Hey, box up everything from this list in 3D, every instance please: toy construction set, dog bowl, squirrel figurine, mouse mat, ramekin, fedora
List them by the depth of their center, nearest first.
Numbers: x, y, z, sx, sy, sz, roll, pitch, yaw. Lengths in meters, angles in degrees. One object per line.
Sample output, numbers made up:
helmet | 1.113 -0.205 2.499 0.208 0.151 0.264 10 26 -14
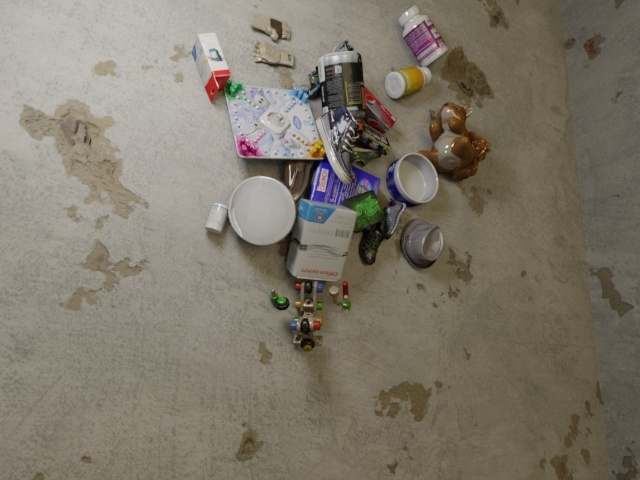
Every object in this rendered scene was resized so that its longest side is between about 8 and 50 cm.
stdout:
ramekin | -0.220 -0.119 1.651 0.272 0.127 0.273 1 96 9
toy construction set | -0.016 0.311 1.703 0.308 0.258 0.237 -18 133 -14
mouse mat | 0.194 -0.134 1.862 0.189 0.007 0.153 -22 93 -29
fedora | 0.538 0.007 2.080 0.243 0.124 0.276 40 65 -15
dog bowl | 0.471 -0.308 2.120 0.264 0.104 0.265 5 78 -26
squirrel figurine | 0.742 -0.546 2.258 0.396 0.280 0.371 31 56 -34

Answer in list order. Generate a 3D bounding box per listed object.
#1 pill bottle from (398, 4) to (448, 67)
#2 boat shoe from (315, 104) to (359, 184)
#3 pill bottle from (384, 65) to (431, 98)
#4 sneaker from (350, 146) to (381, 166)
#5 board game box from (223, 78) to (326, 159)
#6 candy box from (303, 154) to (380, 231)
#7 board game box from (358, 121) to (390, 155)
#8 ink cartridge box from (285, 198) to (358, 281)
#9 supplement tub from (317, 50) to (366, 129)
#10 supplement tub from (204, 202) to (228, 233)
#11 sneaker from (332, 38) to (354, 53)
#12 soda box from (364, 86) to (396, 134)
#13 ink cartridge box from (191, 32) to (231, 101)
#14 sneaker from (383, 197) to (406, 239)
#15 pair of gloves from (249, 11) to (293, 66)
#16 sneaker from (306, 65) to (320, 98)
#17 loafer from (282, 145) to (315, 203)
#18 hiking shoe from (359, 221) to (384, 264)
pill bottle | 0.563 -1.133 2.297 0.169 0.169 0.302 -40 99 -28
boat shoe | 0.104 -0.420 1.774 0.127 0.158 0.341 6 61 -64
pill bottle | 0.476 -0.854 2.213 0.245 0.136 0.137 -26 92 -29
sneaker | 0.219 -0.406 2.039 0.192 0.064 0.086 1 95 -32
board game box | -0.192 -0.523 1.781 0.389 0.050 0.390 -4 65 -26
candy box | 0.095 -0.215 1.896 0.317 0.122 0.269 23 71 -23
board game box | 0.259 -0.507 2.044 0.170 0.048 0.141 26 33 -20
ink cartridge box | 0.000 0.000 1.734 0.223 0.129 0.308 8 103 -26
supplement tub | 0.103 -0.677 1.917 0.207 0.207 0.339 -13 103 -29
supplement tub | -0.409 -0.087 1.636 0.070 0.071 0.107 22 72 -22
sneaker | 0.111 -0.885 2.032 0.086 0.132 0.229 6 77 -26
soda box | 0.253 -0.656 2.083 0.263 0.092 0.084 42 63 -15
ink cartridge box | -0.445 -0.710 1.707 0.077 0.134 0.231 -21 91 -30
sneaker | 0.341 -0.107 2.042 0.098 0.083 0.224 28 62 2
pair of gloves | -0.228 -0.927 1.917 0.204 0.042 0.241 -5 84 -32
sneaker | -0.028 -0.759 1.983 0.078 0.067 0.188 22 71 0
loafer | -0.117 -0.292 1.809 0.130 0.134 0.366 24 60 -14
hiking shoe | 0.245 0.000 1.934 0.086 0.114 0.227 11 75 -25
